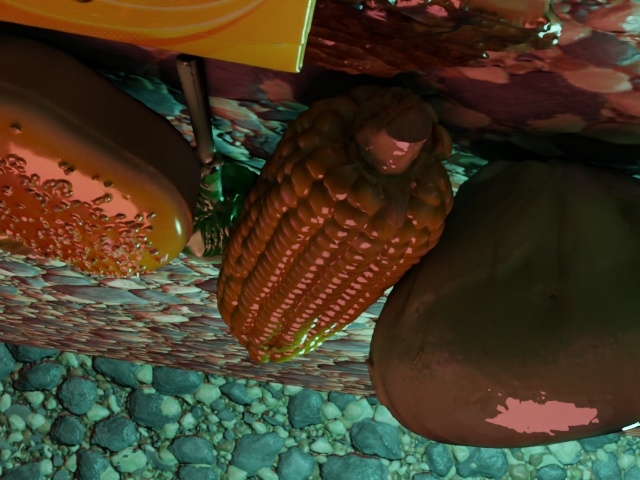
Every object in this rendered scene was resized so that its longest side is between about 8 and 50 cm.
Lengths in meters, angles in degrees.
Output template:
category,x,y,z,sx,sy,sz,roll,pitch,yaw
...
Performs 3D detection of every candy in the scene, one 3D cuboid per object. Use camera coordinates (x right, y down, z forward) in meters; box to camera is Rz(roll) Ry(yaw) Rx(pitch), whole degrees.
category,x,y,z,sx,sy,sz,roll,pitch,yaw
candy,-0.089,-0.064,0.946,0.097,0.097,0.323,8,159,3

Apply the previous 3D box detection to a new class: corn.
category,x,y,z,sx,sy,sz,roll,pitch,yaw
corn,0.000,0.000,0.905,0.130,0.130,0.347,12,151,-14

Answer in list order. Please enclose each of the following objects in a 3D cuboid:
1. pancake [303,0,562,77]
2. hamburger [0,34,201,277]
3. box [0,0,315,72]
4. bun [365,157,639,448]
category,x,y,z,sx,sy,sz,roll,pitch,yaw
pancake,-0.011,-0.137,0.636,0.266,0.057,0.244,13,176,1
hamburger,-0.186,-0.050,0.873,0.210,0.116,0.173,35,157,-21
box,-0.063,-0.156,0.434,0.152,0.043,0.269,11,153,-2
bun,0.173,0.027,0.902,0.293,0.187,0.293,-12,-172,2
